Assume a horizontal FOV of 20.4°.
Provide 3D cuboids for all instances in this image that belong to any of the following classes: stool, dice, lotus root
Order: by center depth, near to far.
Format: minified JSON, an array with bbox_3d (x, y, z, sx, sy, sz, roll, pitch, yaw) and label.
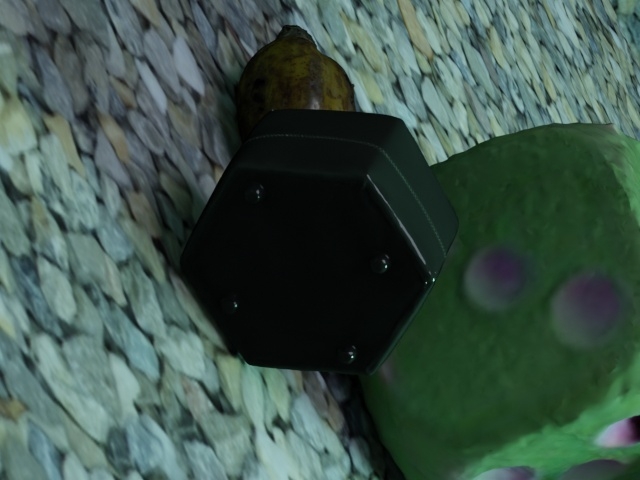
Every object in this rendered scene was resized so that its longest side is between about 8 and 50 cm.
[{"bbox_3d":[0.000,0.000,1.572,0.232,0.232,0.141,58,25,-16],"label":"stool"},{"bbox_3d":[-0.027,-0.130,1.763,0.120,0.120,0.210,40,34,-43],"label":"lotus root"},{"bbox_3d":[0.228,0.095,1.807,0.318,0.330,0.322,37,36,-54],"label":"dice"}]
